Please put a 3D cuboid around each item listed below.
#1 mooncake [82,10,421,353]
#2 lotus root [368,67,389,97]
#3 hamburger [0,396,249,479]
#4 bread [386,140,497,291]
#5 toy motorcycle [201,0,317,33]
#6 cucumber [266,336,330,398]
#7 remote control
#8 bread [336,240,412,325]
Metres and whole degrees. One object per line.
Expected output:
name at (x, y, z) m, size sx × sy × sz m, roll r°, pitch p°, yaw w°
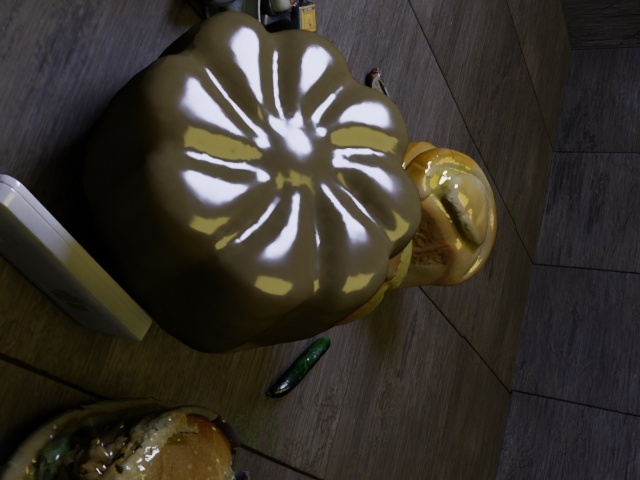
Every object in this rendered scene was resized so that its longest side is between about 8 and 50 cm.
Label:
mooncake at (-0.067, -0.068, 0.837) m, size 0.378 × 0.200 × 0.379 m, roll 8°, pitch 73°, yaw -28°
lotus root at (0.113, -0.309, 1.466) m, size 0.083 × 0.030 × 0.037 m, roll 59°, pitch 14°, yaw -51°
hamburger at (-0.217, 0.319, 0.798) m, size 0.277 × 0.195 × 0.318 m, roll 53°, pitch 47°, yaw -47°
bread at (0.199, -0.060, 1.439) m, size 0.211 × 0.270 × 0.316 m, roll -75°, pitch 147°, yaw -46°
toy motorcycle at (-0.088, -0.335, 1.038) m, size 0.263 × 0.090 × 0.157 m, roll -43°, pitch 135°, yaw -54°
cucumber at (-0.034, 0.222, 1.280) m, size 0.184 × 0.033 × 0.036 m, roll -42°, pitch 148°, yaw -49°
remote control at (-0.271, 0.023, 0.748) m, size 0.034 × 0.103 × 0.250 m, roll -64°, pitch 144°, yaw -29°
bread at (0.000, 0.000, 1.076) m, size 0.148 × 0.269 × 0.270 m, roll 29°, pitch 69°, yaw -69°
